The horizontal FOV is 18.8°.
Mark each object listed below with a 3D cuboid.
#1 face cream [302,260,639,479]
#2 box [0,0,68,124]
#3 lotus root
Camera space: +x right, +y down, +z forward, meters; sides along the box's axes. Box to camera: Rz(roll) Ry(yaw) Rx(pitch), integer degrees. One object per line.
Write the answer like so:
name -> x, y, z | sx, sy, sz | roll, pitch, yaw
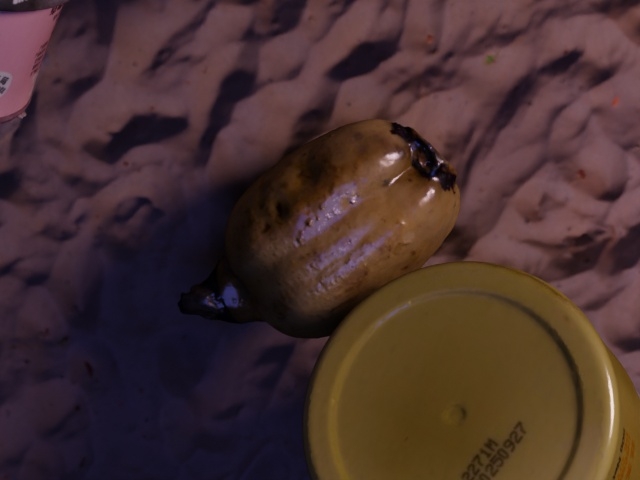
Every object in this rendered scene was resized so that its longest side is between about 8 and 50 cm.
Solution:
face cream -> 0.115, 0.141, 1.343 | 0.218, 0.179, 0.218 | -6, 70, 17
box -> -0.241, -0.156, 1.286 | 0.151, 0.151, 0.135 | 16, 120, -8
lotus root -> 0.000, 0.000, 1.371 | 0.221, 0.118, 0.125 | -37, 76, 15
